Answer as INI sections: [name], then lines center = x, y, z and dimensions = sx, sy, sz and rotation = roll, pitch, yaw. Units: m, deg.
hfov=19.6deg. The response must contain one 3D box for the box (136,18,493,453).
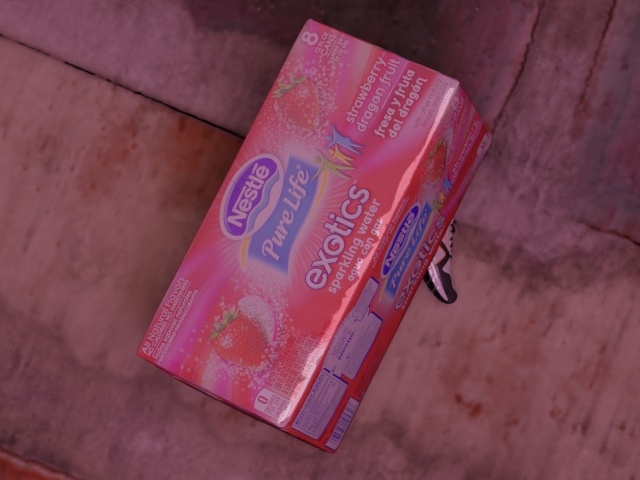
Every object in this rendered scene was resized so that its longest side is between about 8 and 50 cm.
[box]
center = 0.000, 0.000, 1.471
dimensions = 0.142, 0.154, 0.300
rotation = 25, 85, 19

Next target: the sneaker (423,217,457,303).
[sneaker]
center = 0.098, 0.000, 1.556
dimensions = 0.043, 0.040, 0.109
rotation = -18, 89, -8
